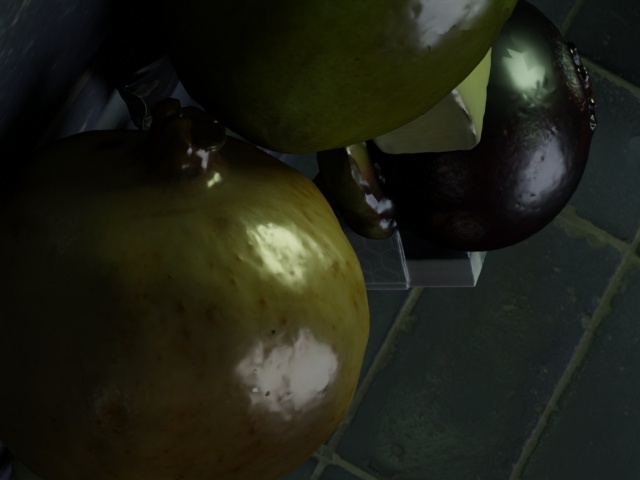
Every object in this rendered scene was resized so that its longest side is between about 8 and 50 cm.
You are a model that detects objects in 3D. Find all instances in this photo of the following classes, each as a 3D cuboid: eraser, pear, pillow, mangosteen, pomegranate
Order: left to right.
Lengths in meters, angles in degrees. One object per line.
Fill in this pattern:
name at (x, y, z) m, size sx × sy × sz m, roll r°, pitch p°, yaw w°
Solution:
pillow at (-0.128, -0.140, 1.185) m, size 0.090 × 0.048 × 0.150 m, roll -57°, pitch 176°, yaw -9°
pomegranate at (-0.115, 0.056, 1.081) m, size 0.307 × 0.307 × 0.307 m, roll -60°, pitch 179°, yaw -2°
eraser at (0.000, 0.000, 1.924) m, size 0.098 × 0.404 × 0.096 m, roll -63°, pitch 145°, yaw -52°
pear at (0.016, -0.206, 1.077) m, size 0.321 × 0.269 × 0.269 m, roll -56°, pitch -179°, yaw 32°
mangosteen at (0.130, -0.121, 1.710) m, size 0.347 × 0.307 × 0.307 m, roll -20°, pitch -177°, yaw 6°

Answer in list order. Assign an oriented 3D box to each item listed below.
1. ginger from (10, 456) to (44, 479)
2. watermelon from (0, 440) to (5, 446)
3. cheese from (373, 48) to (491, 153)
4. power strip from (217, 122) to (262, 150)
ginger at (-0.260, 0.238, 1.819) m, size 0.276 × 0.130 × 0.221 m, roll -48°, pitch 136°, yaw -62°
watermelon at (-0.202, 0.104, 1.570) m, size 0.140 × 0.193 × 0.257 m, roll 119°, pitch -13°, yaw -51°
cheese at (0.077, -0.252, 1.427) m, size 0.242 × 0.124 × 0.265 m, roll 52°, pitch 42°, yaw -52°
power strip at (-0.125, -0.087, 1.786) m, size 0.272 × 0.078 × 0.052 m, roll -60°, pitch -179°, yaw -41°
